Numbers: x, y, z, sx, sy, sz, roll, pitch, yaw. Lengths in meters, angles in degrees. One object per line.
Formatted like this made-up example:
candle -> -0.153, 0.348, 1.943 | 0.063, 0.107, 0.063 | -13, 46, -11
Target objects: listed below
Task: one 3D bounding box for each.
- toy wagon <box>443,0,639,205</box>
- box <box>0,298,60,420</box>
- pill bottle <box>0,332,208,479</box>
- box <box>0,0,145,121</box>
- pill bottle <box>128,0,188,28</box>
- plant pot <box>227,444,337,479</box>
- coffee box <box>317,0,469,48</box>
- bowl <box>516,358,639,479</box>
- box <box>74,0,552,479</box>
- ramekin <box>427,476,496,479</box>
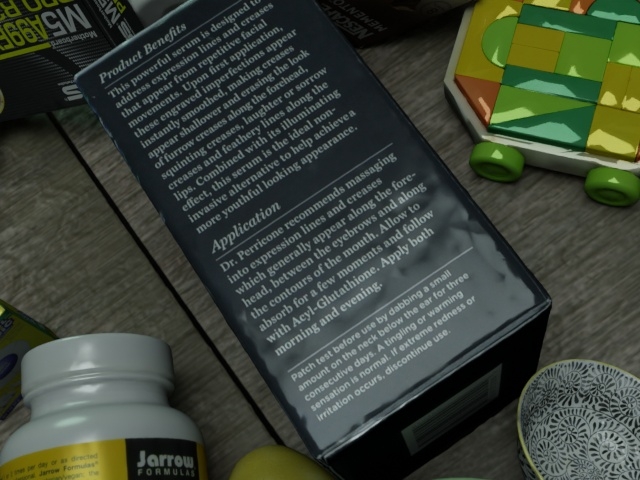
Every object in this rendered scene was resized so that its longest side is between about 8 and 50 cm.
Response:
toy wagon -> 0.309, -0.171, 1.040 | 0.344, 0.068, 0.267 | 14, 73, 14
box -> -0.327, 0.111, 0.986 | 0.043, 0.179, 0.105 | 36, 80, 20
pill bottle -> -0.190, 0.262, 0.903 | 0.187, 0.188, 0.334 | -11, 69, 6
box -> -0.330, -0.234, 1.053 | 0.270, 0.216, 0.060 | -5, 42, 28
pill bottle -> -0.141, -0.374, 1.133 | 0.176, 0.176, 0.319 | -10, 69, 6
plant pot -> -0.038, 0.246, 0.926 | 0.134, 0.134, 0.095 | -30, 44, -2
coffee box -> 0.012, -0.319, 1.001 | 0.168, 0.297, 0.119 | -17, 67, 36
bowl -> 0.239, 0.197, 0.897 | 0.170, 0.080, 0.170 | 10, 48, -11
box -> 0.000, 0.000, 0.910 | 0.212, 0.293, 0.395 | -33, 68, -4
ramekin -> 0.124, 0.358, 0.835 | 0.303, 0.148, 0.304 | -3, 70, 9
